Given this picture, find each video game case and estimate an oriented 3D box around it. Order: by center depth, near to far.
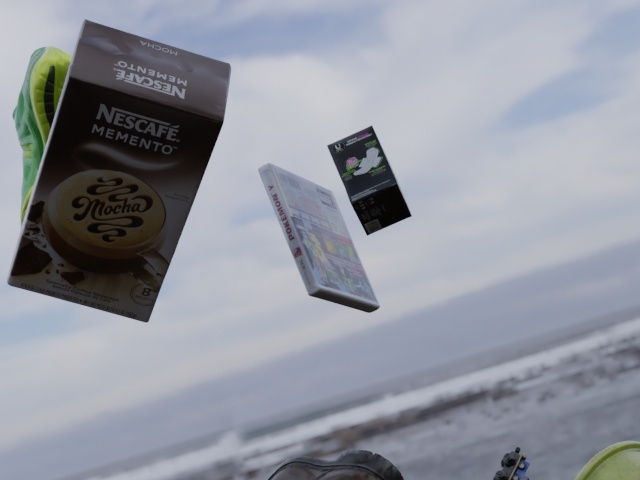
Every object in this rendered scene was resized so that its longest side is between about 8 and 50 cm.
[{"bbox_3d":[0.000,0.000,1.950,0.023,0.183,0.201,-28,-19,17],"label":"video game case"}]

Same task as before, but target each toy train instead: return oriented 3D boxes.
[{"bbox_3d":[0.187,0.293,1.604,0.036,0.158,0.027,24,-23,10],"label":"toy train"}]

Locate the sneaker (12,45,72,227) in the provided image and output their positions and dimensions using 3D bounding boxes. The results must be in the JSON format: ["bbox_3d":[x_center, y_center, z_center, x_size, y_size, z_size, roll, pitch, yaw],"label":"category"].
[{"bbox_3d":[-0.364,-0.130,2.066,0.109,0.295,0.123,-2,28,-22],"label":"sneaker"}]

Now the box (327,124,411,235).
[{"bbox_3d":[0.049,-0.060,1.502,0.052,0.083,0.062,-23,-38,4],"label":"box"}]

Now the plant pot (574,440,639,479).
[{"bbox_3d":[0.499,0.445,2.069,0.276,0.276,0.254,-12,19,-39],"label":"plant pot"}]

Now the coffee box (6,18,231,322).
[{"bbox_3d":[-0.221,-0.070,1.627,0.168,0.119,0.297,16,-53,-11],"label":"coffee box"}]

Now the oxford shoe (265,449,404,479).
[{"bbox_3d":[-0.011,0.291,1.645,0.227,0.083,0.096,-27,22,54],"label":"oxford shoe"}]
